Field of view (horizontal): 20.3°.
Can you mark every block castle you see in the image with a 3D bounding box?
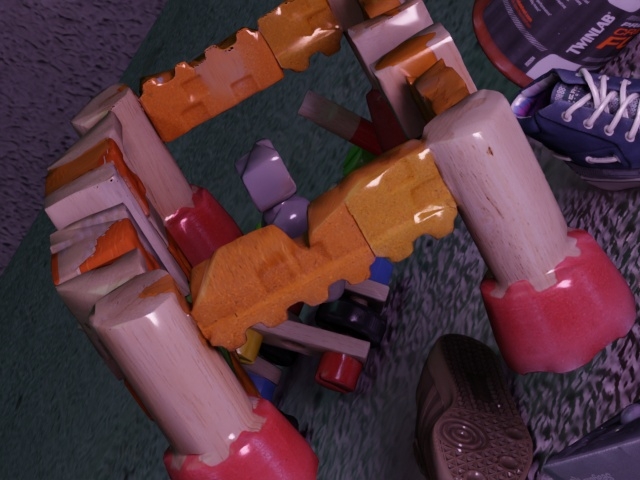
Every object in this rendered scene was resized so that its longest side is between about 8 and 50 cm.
[{"bbox_3d":[0.000,0.000,1.198,0.303,0.213,0.453,-29,24,2],"label":"block castle"}]

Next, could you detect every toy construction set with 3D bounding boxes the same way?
[{"bbox_3d":[-0.069,0.012,1.503,0.309,0.237,0.257,-60,16,7],"label":"toy construction set"}]

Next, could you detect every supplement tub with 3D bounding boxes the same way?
[{"bbox_3d":[0.200,-0.194,1.255,0.198,0.106,0.106,-46,23,45],"label":"supplement tub"}]

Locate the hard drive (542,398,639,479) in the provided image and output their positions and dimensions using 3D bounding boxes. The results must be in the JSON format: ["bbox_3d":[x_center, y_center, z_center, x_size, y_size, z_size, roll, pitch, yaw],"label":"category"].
[{"bbox_3d":[0.223,0.054,0.739,0.172,0.054,0.255,-27,-3,-33],"label":"hard drive"}]

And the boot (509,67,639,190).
[{"bbox_3d":[0.190,-0.075,1.127,0.069,0.086,0.190,-66,17,-15],"label":"boot"}]

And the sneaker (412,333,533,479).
[{"bbox_3d":[0.094,0.135,1.155,0.188,0.066,0.071,-84,10,-63],"label":"sneaker"}]
